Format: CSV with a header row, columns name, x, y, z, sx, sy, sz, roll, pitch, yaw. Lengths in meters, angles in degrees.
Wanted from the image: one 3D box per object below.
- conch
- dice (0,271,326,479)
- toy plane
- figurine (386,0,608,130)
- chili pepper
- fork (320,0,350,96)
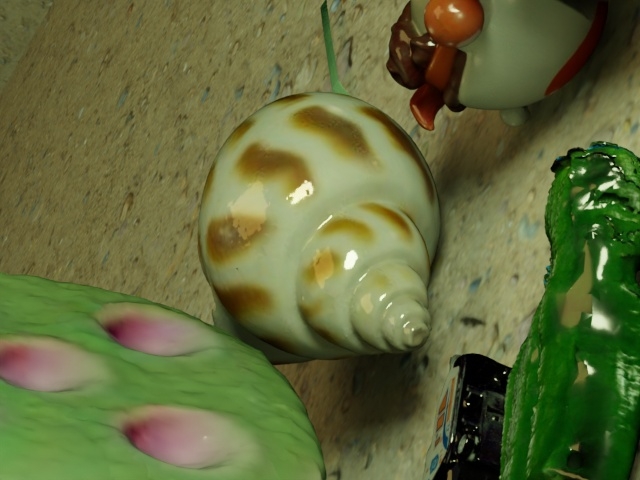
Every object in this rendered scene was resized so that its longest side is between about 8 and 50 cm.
name,x,y,z,sx,sy,sz,roll,pitch,yaw
conch,0.000,0.000,1.147,0.275,0.149,0.182,-89,-3,-67
dice,-0.181,0.213,1.021,0.330,0.318,0.322,-118,39,-66
toy plane,0.074,0.131,0.959,0.078,0.053,0.197,127,160,-54
figurine,0.114,-0.154,1.060,0.226,0.160,0.183,125,161,-51
chili pepper,0.124,0.062,0.886,0.098,0.061,0.224,-41,36,56
fork,0.016,-0.132,1.467,0.039,0.021,0.235,-51,22,28
